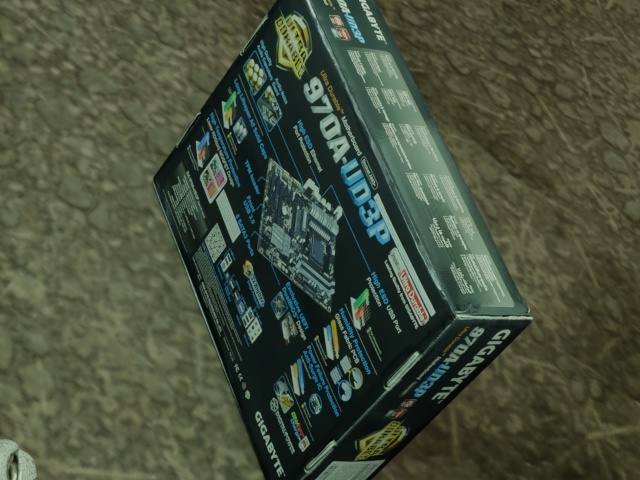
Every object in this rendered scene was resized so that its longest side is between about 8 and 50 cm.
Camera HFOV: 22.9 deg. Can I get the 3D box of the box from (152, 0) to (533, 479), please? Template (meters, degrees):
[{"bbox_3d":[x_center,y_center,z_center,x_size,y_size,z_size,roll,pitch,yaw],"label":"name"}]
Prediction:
[{"bbox_3d":[0.000,0.000,0.819,0.051,0.175,0.220,1,52,-37],"label":"box"}]

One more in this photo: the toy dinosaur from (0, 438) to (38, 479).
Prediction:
[{"bbox_3d":[-0.086,0.235,0.608,0.160,0.121,0.313,-3,59,-25],"label":"toy dinosaur"}]
